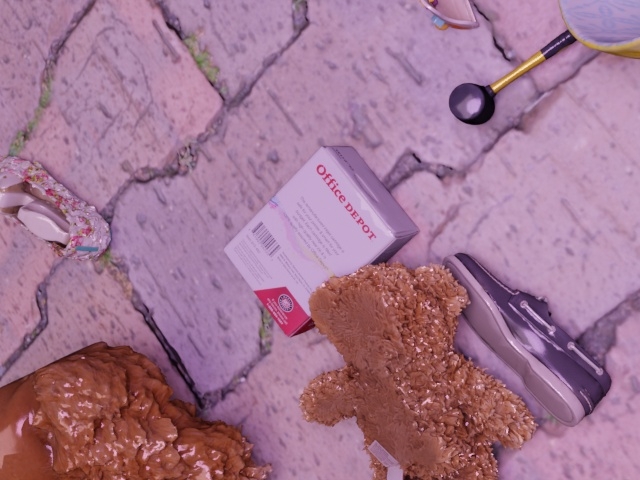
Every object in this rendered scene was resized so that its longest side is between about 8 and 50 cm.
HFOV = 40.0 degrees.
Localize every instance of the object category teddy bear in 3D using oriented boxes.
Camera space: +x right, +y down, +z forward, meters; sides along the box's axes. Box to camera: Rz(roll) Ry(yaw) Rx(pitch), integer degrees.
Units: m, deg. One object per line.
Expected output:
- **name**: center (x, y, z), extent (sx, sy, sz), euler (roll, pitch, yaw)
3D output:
- **teddy bear**: center (0.100, 0.179, 0.912), extent (0.245, 0.113, 0.338), euler (-28, 90, 38)

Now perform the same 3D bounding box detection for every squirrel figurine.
- **squirrel figurine**: center (-0.261, 0.322, 1.030), extent (0.397, 0.281, 0.370), euler (-26, 90, 31)

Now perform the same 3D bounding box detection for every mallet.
- **mallet**: center (0.202, -0.172, 0.830), extent (0.189, 0.062, 0.039), euler (-35, 80, 27)

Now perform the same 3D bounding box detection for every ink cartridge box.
- **ink cartridge box**: center (0.000, 0.000, 0.954), extent (0.175, 0.072, 0.127), euler (-44, 75, 25)

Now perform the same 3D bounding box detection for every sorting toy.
- **sorting toy**: center (0.113, -0.244, 0.863), extent (0.045, 0.075, 0.083), euler (-21, 85, 29)

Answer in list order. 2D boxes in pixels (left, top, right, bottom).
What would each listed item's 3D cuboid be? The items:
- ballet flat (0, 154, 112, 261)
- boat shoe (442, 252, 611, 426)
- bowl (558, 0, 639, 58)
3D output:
- **ballet flat**: center (-0.376, -0.048, 1.152), extent (0.241, 0.077, 0.091), euler (26, 108, 24)
- **boat shoe**: center (0.203, 0.086, 0.875), extent (0.065, 0.075, 0.206), euler (-33, 69, -16)
- **bowl**: center (0.333, -0.258, 0.678), extent (0.156, 0.289, 0.289), euler (18, 110, -19)
